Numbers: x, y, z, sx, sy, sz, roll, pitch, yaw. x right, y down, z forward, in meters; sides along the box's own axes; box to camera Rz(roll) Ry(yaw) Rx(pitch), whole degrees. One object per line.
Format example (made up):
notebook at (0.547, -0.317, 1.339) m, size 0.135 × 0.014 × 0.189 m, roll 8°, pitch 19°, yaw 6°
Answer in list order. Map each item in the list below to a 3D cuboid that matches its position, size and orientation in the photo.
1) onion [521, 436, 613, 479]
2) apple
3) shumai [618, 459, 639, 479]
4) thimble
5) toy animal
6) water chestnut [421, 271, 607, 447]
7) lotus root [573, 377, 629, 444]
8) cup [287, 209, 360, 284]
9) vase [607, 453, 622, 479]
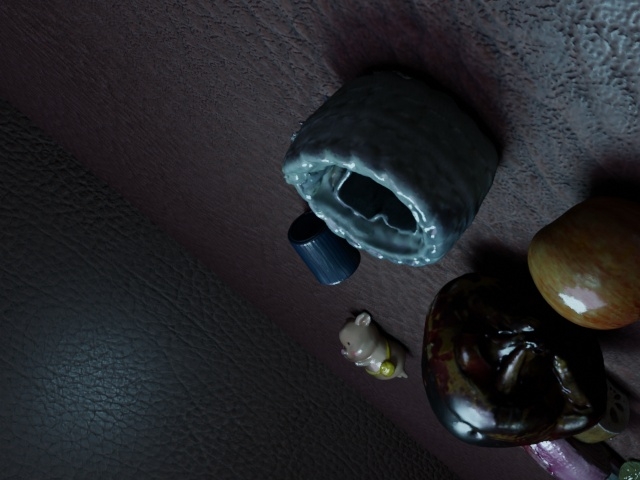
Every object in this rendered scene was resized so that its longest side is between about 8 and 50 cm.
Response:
onion at (0.435, 0.355, 1.062) m, size 0.283 × 0.120 × 0.227 m, roll 48°, pitch -162°, yaw 9°
apple at (0.303, 0.023, 0.572) m, size 0.130 × 0.146 × 0.146 m, roll 54°, pitch 168°, yaw 19°
shumai at (0.724, 0.532, 1.186) m, size 0.081 × 0.083 × 0.082 m, roll 13°, pitch -156°, yaw -24°
thimble at (0.083, -0.094, 0.667) m, size 0.250 × 0.171 × 0.204 m, roll 28°, pitch 156°, yaw 20°
toy animal at (0.165, 0.340, 1.631) m, size 0.248 × 0.149 × 0.165 m, roll 46°, pitch 149°, yaw -4°
water chestnut at (0.292, 0.179, 0.827) m, size 0.289 × 0.289 × 0.244 m, roll 40°, pitch 129°, yaw -6°
lotus root at (0.486, 0.300, 0.954) m, size 0.122 × 0.112 × 0.081 m, roll 41°, pitch 151°, yaw -7°
cup at (-0.005, 0.008, 1.172) m, size 0.150 × 0.113 × 0.138 m, roll 15°, pitch 150°, yaw 46°
vase at (0.678, 0.542, 1.250) m, size 0.214 × 0.086 × 0.086 m, roll 35°, pitch 163°, yaw -6°
